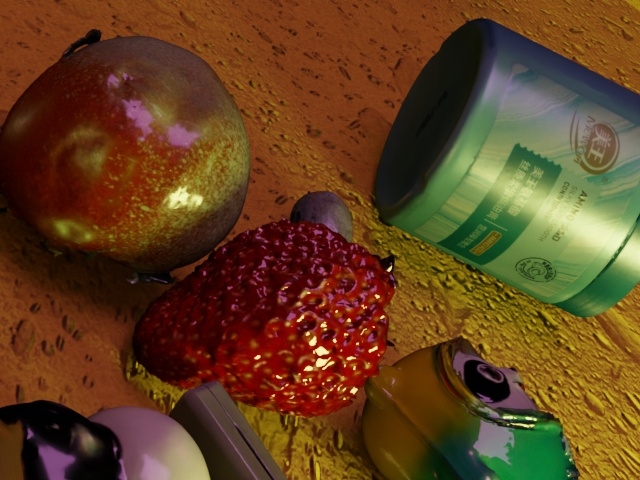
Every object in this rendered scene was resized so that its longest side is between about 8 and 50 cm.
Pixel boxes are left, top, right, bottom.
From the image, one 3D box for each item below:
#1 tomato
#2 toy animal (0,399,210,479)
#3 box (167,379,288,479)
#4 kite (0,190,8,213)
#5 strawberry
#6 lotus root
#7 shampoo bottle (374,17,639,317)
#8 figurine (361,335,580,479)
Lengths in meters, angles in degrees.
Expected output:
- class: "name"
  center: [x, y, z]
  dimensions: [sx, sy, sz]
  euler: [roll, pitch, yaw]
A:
- class: "tomato"
  center: [-0.226, -0.111, 1.938]
  dimensions: [0.303, 0.239, 0.303]
  euler: [20, 24, -9]
- class: "toy animal"
  center: [-0.222, 0.249, 1.642]
  dimensions: [0.235, 0.165, 0.187]
  euler: [9, 38, -37]
- class: "box"
  center: [-0.083, 0.274, 1.791]
  dimensions: [0.055, 0.103, 0.244]
  euler: [-16, 61, -45]
- class: "kite"
  center: [-0.371, -0.061, 1.994]
  dimensions: [0.245, 0.015, 0.141]
  euler: [-9, 55, -51]
- class: "strawberry"
  center: [-0.059, 0.084, 1.912]
  dimensions: [0.257, 0.261, 0.261]
  euler: [25, 36, -25]
- class: "lotus root"
  center: [-0.001, -0.002, 2.206]
  dimensions: [0.088, 0.088, 0.165]
  euler: [19, 49, -25]
- class: "shampoo bottle"
  center: [0.297, -0.106, 2.368]
  dimensions: [0.342, 0.331, 0.331]
  euler: [26, 36, -15]
- class: "figurine"
  center: [0.189, 0.271, 1.955]
  dimensions: [0.340, 0.231, 0.323]
  euler: [44, 8, 20]
